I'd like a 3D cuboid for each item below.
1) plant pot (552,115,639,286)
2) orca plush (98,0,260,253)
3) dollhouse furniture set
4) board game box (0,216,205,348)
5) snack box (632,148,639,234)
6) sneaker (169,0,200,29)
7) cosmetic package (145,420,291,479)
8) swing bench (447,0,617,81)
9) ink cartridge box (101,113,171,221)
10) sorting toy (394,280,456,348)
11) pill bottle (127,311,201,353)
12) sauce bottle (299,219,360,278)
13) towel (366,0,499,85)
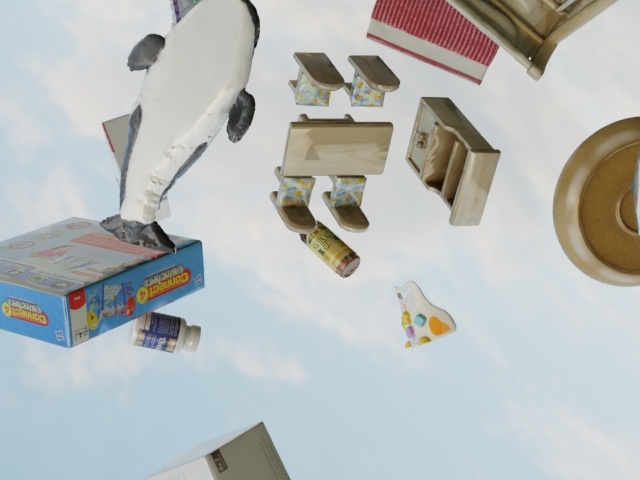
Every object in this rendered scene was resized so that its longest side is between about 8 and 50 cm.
[{"bbox_3d":[0.428,-0.047,1.580,0.236,0.236,0.032,33,-173,-15],"label":"plant pot"},{"bbox_3d":[-0.129,-0.126,1.260,0.151,0.287,0.102,16,-169,18],"label":"orca plush"},{"bbox_3d":[0.076,-0.104,1.493,0.242,0.212,0.161,-2,-146,-21],"label":"dollhouse furniture set"},{"bbox_3d":[-0.400,0.058,1.908,0.308,0.086,0.302,10,-159,35],"label":"board game box"},{"bbox_3d":[0.439,-0.072,1.010,0.187,0.322,0.060,61,-155,-68],"label":"snack box"},{"bbox_3d":[-0.182,-0.346,1.861,0.098,0.224,0.083,28,-138,20],"label":"sneaker"},{"bbox_3d":[-0.170,0.424,2.033,0.151,0.183,0.151,-26,-90,-47],"label":"cosmetic package"},{"bbox_3d":[0.267,-0.383,1.465,0.253,0.254,0.165,39,-133,-9],"label":"swing bench"},{"bbox_3d":[-0.248,-0.094,1.605,0.135,0.056,0.099,93,155,-63],"label":"ink cartridge box"},{"bbox_3d":[0.112,0.084,1.386,0.045,0.083,0.075,-22,-94,-21],"label":"sorting toy"},{"bbox_3d":[-0.275,0.163,2.094,0.120,0.067,0.067,13,-149,-15],"label":"pill bottle"},{"bbox_3d":[0.000,0.000,1.644,0.128,0.042,0.042,40,-158,25],"label":"sauce bottle"},{"bbox_3d":[0.237,-0.459,2.028,0.237,0.329,0.037,26,-168,18],"label":"towel"}]
